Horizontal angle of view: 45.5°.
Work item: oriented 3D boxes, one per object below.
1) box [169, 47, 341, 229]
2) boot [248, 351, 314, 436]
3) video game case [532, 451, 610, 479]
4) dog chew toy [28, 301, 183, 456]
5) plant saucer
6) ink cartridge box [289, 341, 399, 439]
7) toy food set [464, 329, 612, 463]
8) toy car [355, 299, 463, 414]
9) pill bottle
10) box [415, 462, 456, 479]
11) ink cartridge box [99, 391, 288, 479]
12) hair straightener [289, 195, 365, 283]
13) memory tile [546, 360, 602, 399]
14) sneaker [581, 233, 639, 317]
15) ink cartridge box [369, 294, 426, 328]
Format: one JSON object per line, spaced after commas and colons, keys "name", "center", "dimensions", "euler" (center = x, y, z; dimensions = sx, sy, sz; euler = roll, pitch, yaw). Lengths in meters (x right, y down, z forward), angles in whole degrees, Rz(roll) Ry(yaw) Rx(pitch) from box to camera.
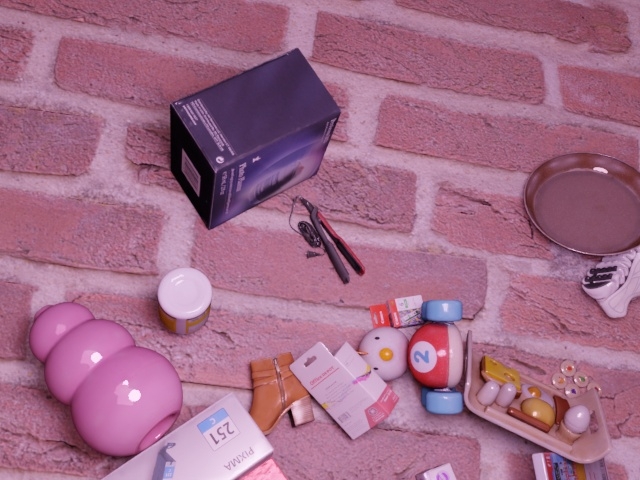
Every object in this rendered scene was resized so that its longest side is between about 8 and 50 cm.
{"name": "box", "center": [-0.143, -0.205, 1.594], "dimensions": [0.294, 0.296, 0.182], "euler": [-30, 77, -19]}
{"name": "boot", "center": [-0.118, 0.314, 1.527], "dimensions": [0.197, 0.073, 0.152], "euler": [-12, 73, -28]}
{"name": "video game case", "center": [0.513, 0.522, 1.505], "dimensions": [0.285, 0.025, 0.204], "euler": [16, 61, -46]}
{"name": "dog chew toy", "center": [-0.417, 0.245, 1.432], "dimensions": [0.332, 0.206, 0.206], "euler": [41, 67, 15]}
{"name": "plant saucer", "center": [0.633, -0.080, 1.790], "dimensions": [0.311, 0.050, 0.310], "euler": [-3, 53, 4]}
{"name": "ink cartridge box", "center": [0.046, 0.285, 1.525], "dimensions": [0.198, 0.115, 0.067], "euler": [47, 34, 0]}
{"name": "toy food set", "center": [0.430, 0.303, 1.544], "dimensions": [0.306, 0.092, 0.219], "euler": [26, 24, 0]}
{"name": "toy car", "center": [0.162, 0.232, 1.550], "dimensions": [0.238, 0.210, 0.219], "euler": [0, 84, 3]}
{"name": "pill bottle", "center": [-0.268, 0.127, 1.504], "dimensions": [0.103, 0.184, 0.103], "euler": [4, 69, -10]}
{"name": "box", "center": [0.282, 0.604, 1.496], "dimensions": [0.063, 0.067, 0.324], "euler": [-17, 74, -17]}
{"name": "ink cartridge box", "center": [-0.207, 0.462, 1.366], "dimensions": [0.296, 0.066, 0.261], "euler": [-32, 71, -19]}
{"name": "hair straightener", "center": [0.000, 0.000, 1.679], "dimensions": [0.089, 0.047, 0.230], "euler": [-30, 78, -20]}
{"name": "memory tile", "center": [0.544, 0.345, 1.674], "dimensions": [0.113, 0.012, 0.148], "euler": [41, 68, 6]}
{"name": "sneaker", "center": [0.719, 0.062, 1.778], "dimensions": [0.292, 0.110, 0.118], "euler": [-43, 106, -27]}
{"name": "ink cartridge box", "center": [0.169, 0.159, 1.662], "dimensions": [0.115, 0.029, 0.062], "euler": [-7, 71, -14]}
